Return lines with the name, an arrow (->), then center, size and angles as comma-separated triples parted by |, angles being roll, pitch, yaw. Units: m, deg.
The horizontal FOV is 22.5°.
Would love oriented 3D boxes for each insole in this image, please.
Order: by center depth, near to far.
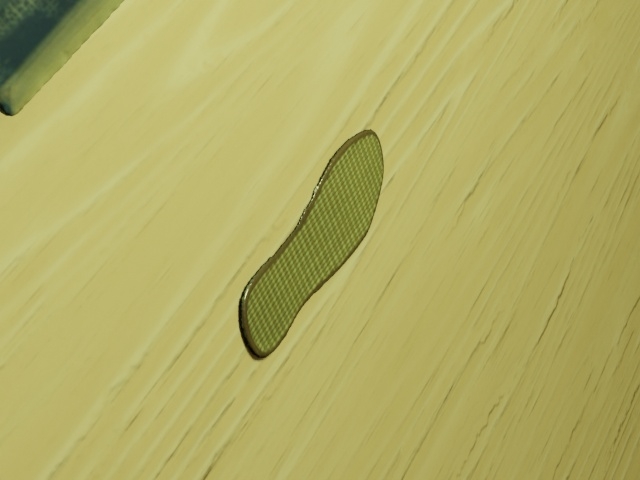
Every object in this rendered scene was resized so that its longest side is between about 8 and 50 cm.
insole -> 0.000, 0.000, 1.239 | 0.253, 0.005, 0.086 | -55, 137, -44

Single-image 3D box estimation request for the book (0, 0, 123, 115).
book -> -0.173, -0.241, 0.761 | 0.228, 0.018, 0.322 | -48, 130, -11
